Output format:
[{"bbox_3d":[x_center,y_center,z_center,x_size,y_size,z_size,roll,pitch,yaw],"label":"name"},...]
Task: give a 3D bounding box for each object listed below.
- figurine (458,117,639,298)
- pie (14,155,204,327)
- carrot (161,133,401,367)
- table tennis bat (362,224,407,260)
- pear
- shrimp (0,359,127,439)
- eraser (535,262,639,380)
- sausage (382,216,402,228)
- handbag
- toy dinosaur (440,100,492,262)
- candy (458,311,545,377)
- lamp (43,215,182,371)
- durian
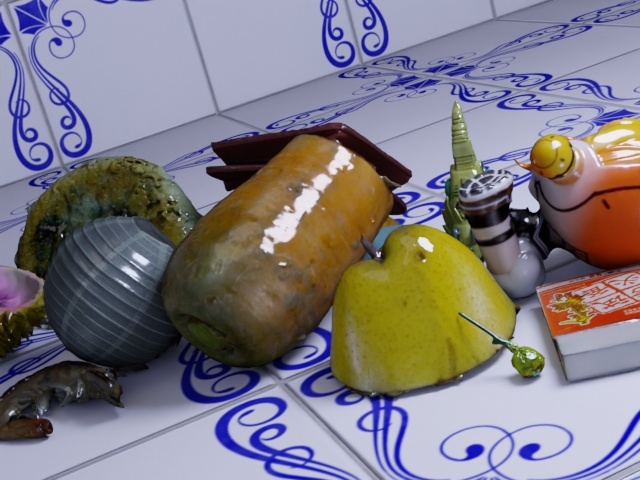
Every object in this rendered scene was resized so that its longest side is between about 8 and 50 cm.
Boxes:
[{"bbox_3d":[0.369,-0.044,1.517,0.323,0.196,0.320,-23,-25,15],"label":"figurine"},{"bbox_3d":[-0.372,-0.005,1.966,0.371,0.296,0.078,-12,-19,16],"label":"pie"},{"bbox_3d":[-0.063,0.014,1.585,0.224,0.224,0.340,5,48,47],"label":"carrot"},{"bbox_3d":[0.107,0.049,1.662,0.153,0.040,0.244,23,44,24],"label":"table tennis bat"},{"bbox_3d":[0.122,0.067,1.434,0.267,0.178,0.267,-12,22,5],"label":"pear"},{"bbox_3d":[-0.380,0.227,1.578,0.173,0.058,0.253,-38,24,-33],"label":"shrimp"},{"bbox_3d":[0.357,0.094,1.369,0.157,0.038,0.230,-13,17,8],"label":"eraser"},{"bbox_3d":[0.000,-0.005,1.855,0.354,0.116,0.134,-1,-2,29],"label":"sausage"},{"bbox_3d":[-0.013,-0.108,1.863,0.276,0.084,0.260,-2,-16,31],"label":"handbag"},{"bbox_3d":[0.229,-0.081,1.713,0.094,0.259,0.153,-8,-8,17],"label":"toy dinosaur"},{"bbox_3d":[0.212,0.121,1.333,0.123,0.035,0.035,36,71,20],"label":"candy"},{"bbox_3d":[-0.303,0.081,1.673,0.233,0.233,0.265,-18,24,-8],"label":"lamp"},{"bbox_3d":[-0.547,0.108,1.889,0.187,0.153,0.260,-27,39,-16],"label":"durian"}]
